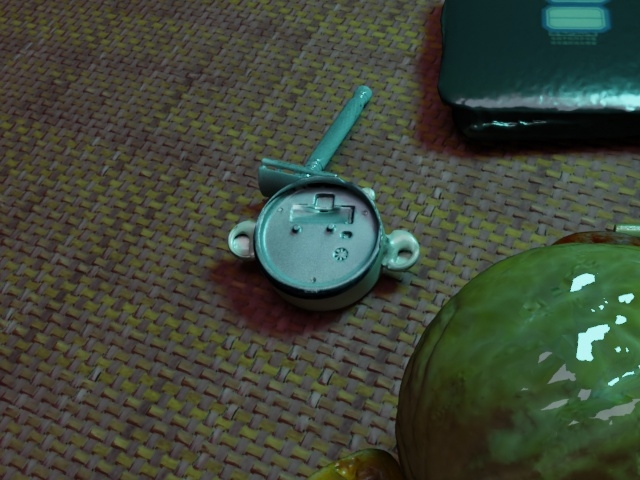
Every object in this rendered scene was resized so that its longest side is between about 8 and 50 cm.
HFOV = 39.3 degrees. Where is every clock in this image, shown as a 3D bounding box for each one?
[{"bbox_3d":[0.000,0.000,1.043,0.229,0.063,0.155,6,72,11],"label":"clock"}]

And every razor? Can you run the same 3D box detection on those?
[{"bbox_3d":[0.017,-0.131,1.195,0.106,0.068,0.232,16,47,20],"label":"razor"}]

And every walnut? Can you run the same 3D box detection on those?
[{"bbox_3d":[0.227,0.153,0.763,0.333,0.333,0.333,-5,49,6],"label":"walnut"}]

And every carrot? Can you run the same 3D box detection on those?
[{"bbox_3d":[-0.009,0.264,0.837,0.193,0.087,0.087,-26,50,-10],"label":"carrot"}]

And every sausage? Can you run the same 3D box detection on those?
[{"bbox_3d":[0.407,-0.006,1.035,0.132,0.024,0.024,3,50,11],"label":"sausage"}]

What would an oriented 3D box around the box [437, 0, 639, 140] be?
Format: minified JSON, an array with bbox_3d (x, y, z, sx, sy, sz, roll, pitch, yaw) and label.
[{"bbox_3d":[0.344,-0.273,1.233,0.359,0.091,0.350,0,51,9],"label":"box"}]

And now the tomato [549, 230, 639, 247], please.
[{"bbox_3d":[0.309,0.039,0.983,0.155,0.069,0.155,-5,48,6],"label":"tomato"}]
